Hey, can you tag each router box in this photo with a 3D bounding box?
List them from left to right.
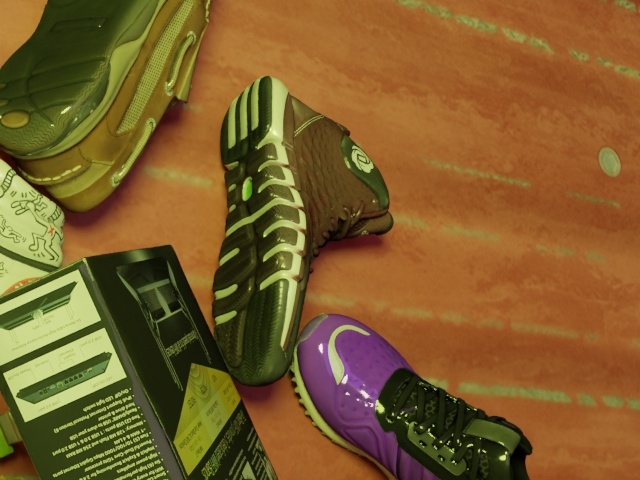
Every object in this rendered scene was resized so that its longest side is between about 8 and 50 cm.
[{"bbox_3d":[-0.110,0.130,0.834,0.081,0.309,0.243,-25,90,3],"label":"router box"}]

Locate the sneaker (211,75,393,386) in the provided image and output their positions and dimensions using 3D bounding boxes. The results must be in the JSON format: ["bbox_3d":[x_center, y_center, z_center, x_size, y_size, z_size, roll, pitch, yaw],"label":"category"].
[{"bbox_3d":[0.000,0.000,1.060,0.162,0.106,0.281,19,60,-34],"label":"sneaker"}]

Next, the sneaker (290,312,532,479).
[{"bbox_3d":[0.106,0.168,1.058,0.293,0.146,0.102,50,54,-12],"label":"sneaker"}]

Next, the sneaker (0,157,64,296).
[{"bbox_3d":[-0.306,-0.006,0.862,0.270,0.090,0.145,21,63,-32],"label":"sneaker"}]

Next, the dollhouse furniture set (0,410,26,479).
[{"bbox_3d":[-0.244,0.165,0.867,0.076,0.058,0.152,-23,89,-37],"label":"dollhouse furniture set"}]

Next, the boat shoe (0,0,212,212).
[{"bbox_3d":[-0.161,-0.156,1.009,0.324,0.122,0.120,-63,145,-36],"label":"boat shoe"}]
